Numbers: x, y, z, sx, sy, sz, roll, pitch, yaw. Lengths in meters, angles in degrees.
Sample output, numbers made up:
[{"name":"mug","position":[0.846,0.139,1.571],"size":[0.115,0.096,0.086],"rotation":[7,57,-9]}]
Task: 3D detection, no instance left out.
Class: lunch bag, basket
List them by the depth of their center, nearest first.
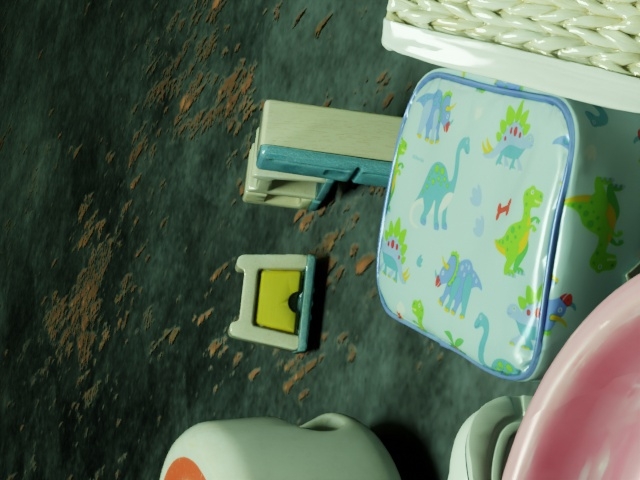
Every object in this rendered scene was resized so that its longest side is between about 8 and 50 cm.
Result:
[{"name":"basket","position":[0.133,-0.140,0.767],"size":[0.167,0.113,0.103],"rotation":[20,114,28]},{"name":"lunch bag","position":[0.118,-0.016,0.863],"size":[0.219,0.090,0.176],"rotation":[-153,70,-65]}]

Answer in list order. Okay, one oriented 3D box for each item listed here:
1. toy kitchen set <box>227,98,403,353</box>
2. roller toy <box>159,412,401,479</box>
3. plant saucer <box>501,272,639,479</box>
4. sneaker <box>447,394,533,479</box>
[{"name":"toy kitchen set","position":[0.000,0.000,1.127],"size":[0.207,0.122,0.166],"rotation":[126,150,-79]},{"name":"roller toy","position":[-0.022,0.220,1.006],"size":[0.209,0.146,0.191],"rotation":[-119,36,-45]},{"name":"plant saucer","position":[0.195,0.170,0.645],"size":[0.332,0.084,0.332],"rotation":[-36,49,55]},{"name":"sneaker","position":[0.108,0.211,0.832],"size":[0.095,0.090,0.235],"rotation":[131,147,-68]}]
